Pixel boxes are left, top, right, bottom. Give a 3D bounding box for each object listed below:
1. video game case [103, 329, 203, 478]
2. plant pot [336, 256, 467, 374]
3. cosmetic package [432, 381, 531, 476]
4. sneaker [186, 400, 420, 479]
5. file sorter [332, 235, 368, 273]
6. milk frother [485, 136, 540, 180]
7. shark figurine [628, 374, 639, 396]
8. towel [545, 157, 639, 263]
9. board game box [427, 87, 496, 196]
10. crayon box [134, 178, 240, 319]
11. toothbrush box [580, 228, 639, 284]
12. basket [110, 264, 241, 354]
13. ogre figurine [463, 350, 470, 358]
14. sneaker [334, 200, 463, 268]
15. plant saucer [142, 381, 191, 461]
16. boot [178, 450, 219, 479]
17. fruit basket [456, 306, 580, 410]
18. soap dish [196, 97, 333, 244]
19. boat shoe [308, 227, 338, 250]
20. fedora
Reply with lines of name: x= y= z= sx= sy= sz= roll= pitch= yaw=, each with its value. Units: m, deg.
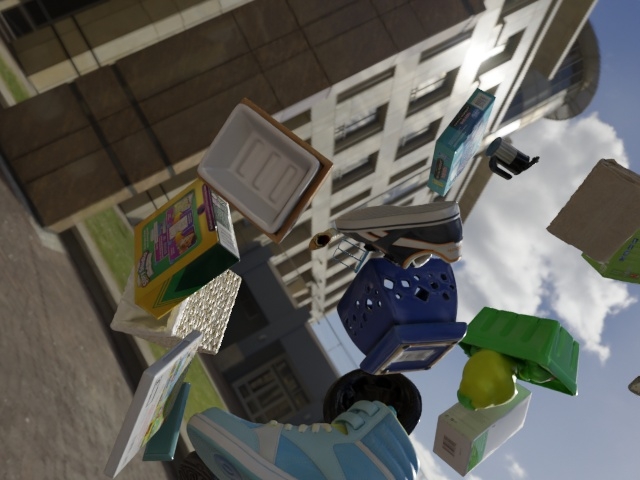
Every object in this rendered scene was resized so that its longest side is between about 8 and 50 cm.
video game case: x=-0.309 y=0.298 z=1.068 sx=0.026 sy=0.227 sz=0.206 roll=26 pitch=15 yaw=6
plant pot: x=0.199 y=0.190 z=1.373 sx=0.236 sy=0.236 sz=0.212 roll=120 pitch=-37 yaw=-47
cosmetic package: x=0.592 y=0.662 z=2.079 sx=0.155 sy=0.365 sz=0.197 roll=32 pitch=-47 yaw=43
sneaker: x=-0.011 y=0.284 z=0.795 sx=0.319 sy=0.208 sz=0.127 roll=29 pitch=-39 yaw=14
file sorter: x=0.129 y=0.003 z=1.972 sx=0.104 sy=0.170 sz=0.118 roll=29 pitch=21 yaw=1
milk frother: x=0.676 y=-0.298 z=1.996 sx=0.135 sy=0.129 sz=0.143 roll=30 pitch=-36 yaw=-12
shark figurine: x=0.691 y=0.332 z=1.083 sx=0.278 sy=0.166 sz=0.116 roll=58 pitch=-5 yaw=-10
towel: x=0.756 y=-0.076 z=1.519 sx=0.187 sy=0.049 sz=0.282 roll=34 pitch=-43 yaw=11
board game box: x=0.492 y=-0.339 z=2.016 sx=0.079 sy=0.254 sz=0.336 roll=35 pitch=-15 yaw=16
crayon box: x=-0.416 y=0.008 z=1.719 sx=0.106 sy=0.313 sz=0.363 roll=44 pitch=16 yaw=-39
toothbrush box: x=0.949 y=-0.019 z=1.671 sx=0.122 sy=0.206 sz=0.283 roll=-109 pitch=-146 yaw=-53
basket: x=-0.514 y=0.215 z=2.055 sx=0.328 sy=0.331 sz=0.266 roll=-2 pitch=-27 yaw=36
ogre figurine: x=0.685 y=0.509 z=2.307 sx=0.197 sy=0.097 sz=0.118 roll=48 pitch=8 yaw=-8
sneaker: x=0.158 y=-0.007 z=1.205 sx=0.321 sy=0.126 sz=0.127 roll=2 pitch=-68 yaw=51
plant saucer: x=-0.340 y=0.395 z=1.259 sx=0.192 sy=0.067 sz=0.018 roll=-86 pitch=171 yaw=-49
boot: x=-0.248 y=0.610 z=1.544 sx=0.131 sy=0.260 sz=0.348 roll=21 pitch=-49 yaw=22
fruit basket: x=0.598 y=0.416 z=1.832 sx=0.283 sy=0.392 sz=0.392 roll=40 pitch=-1 yaw=-30
soap dish: x=-0.130 y=-0.165 z=1.351 sx=0.291 sy=0.229 sz=0.118 roll=39 pitch=12 yaw=19
boat shoe: x=0.000 y=0.000 z=1.831 sx=0.050 sy=0.045 sz=0.135 roll=54 pitch=-45 yaw=0
fedora: x=0.162 y=0.550 z=1.764 sx=0.334 sy=0.334 sz=0.152 roll=-135 pitch=-145 yaw=-53
